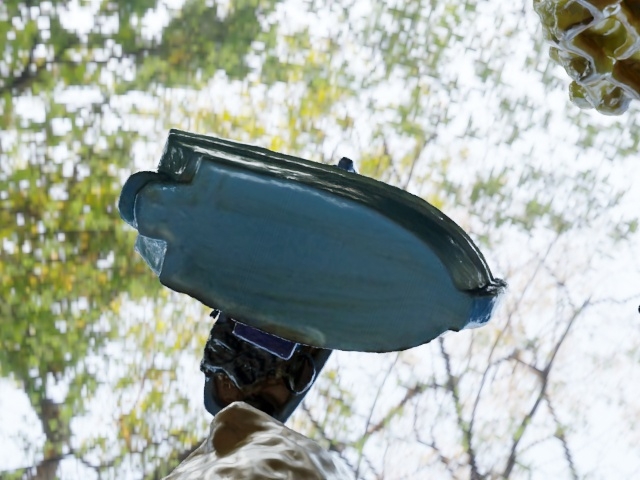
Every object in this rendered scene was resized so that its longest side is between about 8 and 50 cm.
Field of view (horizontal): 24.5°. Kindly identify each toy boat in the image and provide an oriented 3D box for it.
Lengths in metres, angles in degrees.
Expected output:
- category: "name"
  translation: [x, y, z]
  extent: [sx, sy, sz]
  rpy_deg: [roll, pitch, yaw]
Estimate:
- category: "toy boat"
  translation: [-0.024, 0.039, 1.112]
  extent: [0.100, 0.097, 0.223]
  rpy_deg: [25, -85, 12]
- category: "toy boat"
  translation: [0.000, 0.000, 0.796]
  extent: [0.215, 0.088, 0.102]
  rpy_deg: [17, -166, -4]

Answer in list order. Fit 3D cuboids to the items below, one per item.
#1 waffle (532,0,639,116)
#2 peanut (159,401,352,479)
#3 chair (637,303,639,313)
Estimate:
- category: "waffle"
  translation: [0.308, -0.208, 1.035]
  extent: [0.324, 0.261, 0.151]
  rpy_deg: [-7, -123, 2]
- category: "peanut"
  translation: [-0.024, 0.123, 0.414]
  extent: [0.093, 0.083, 0.194]
  rpy_deg: [34, -146, -10]
- category: "chair"
  translation: [0.434, 0.017, 1.305]
  extent: [0.155, 0.260, 0.141]
  rpy_deg: [7, -91, -39]
